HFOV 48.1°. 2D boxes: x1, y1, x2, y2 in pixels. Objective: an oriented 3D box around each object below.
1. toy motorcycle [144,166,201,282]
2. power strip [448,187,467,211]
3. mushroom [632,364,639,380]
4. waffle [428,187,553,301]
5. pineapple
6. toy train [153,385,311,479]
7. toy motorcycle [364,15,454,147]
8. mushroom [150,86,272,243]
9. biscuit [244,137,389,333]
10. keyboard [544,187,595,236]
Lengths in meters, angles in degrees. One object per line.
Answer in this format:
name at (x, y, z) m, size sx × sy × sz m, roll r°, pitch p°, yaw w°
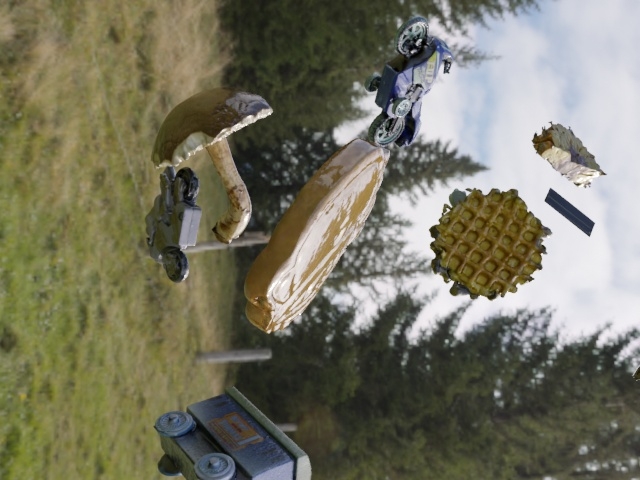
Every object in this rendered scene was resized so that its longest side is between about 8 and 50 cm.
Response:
toy motorcycle at (-0.294, -0.036, 1.404) m, size 0.152 × 0.073 × 0.225 m, roll 13°, pitch -81°, yaw 46°
power strip at (0.371, -0.101, 1.954) m, size 0.035 × 0.055 × 0.083 m, roll 113°, pitch -4°, yaw -64°
mushroom at (0.706, 0.277, 1.363) m, size 0.117 × 0.188 × 0.141 m, roll -53°, pitch -176°, yaw 17°
waffle at (0.429, 0.010, 1.871) m, size 0.062 × 0.329 × 0.329 m, roll 50°, pitch 37°, yaw -78°
pineapple at (0.608, -0.229, 1.794) m, size 0.079 × 0.233 × 0.135 m, roll -40°, pitch -139°, yaw 30°
toy train at (-0.170, 0.385, 1.294) m, size 0.300 × 0.202 × 0.131 m, roll 29°, pitch -57°, yaw 49°
toy motorcycle at (0.193, -0.329, 1.520) m, size 0.113 × 0.169 × 0.315 m, roll 48°, pitch -39°, yaw 34°
mushroom at (-0.166, -0.158, 1.337) m, size 0.301 × 0.233 × 0.207 m, roll 46°, pitch 45°, yaw -49°
biscuit at (0.000, 0.000, 1.031) m, size 0.312 × 0.057 × 0.351 m, roll -50°, pitch 168°, yaw -24°
keyboard at (0.798, -0.090, 2.292) m, size 0.063 × 0.198 × 0.010 m, roll -59°, pitch -169°, yaw -27°
